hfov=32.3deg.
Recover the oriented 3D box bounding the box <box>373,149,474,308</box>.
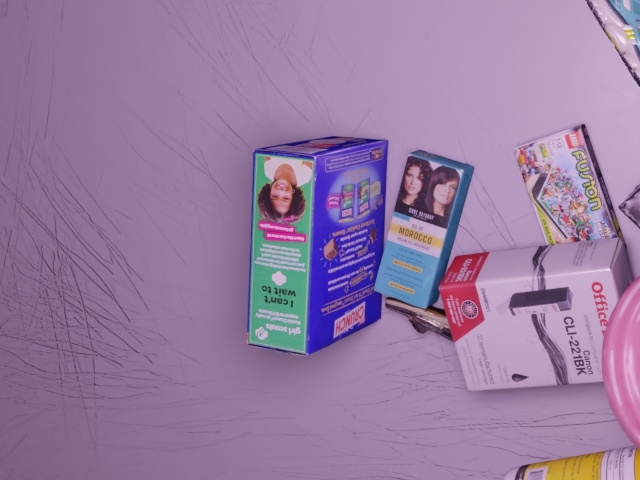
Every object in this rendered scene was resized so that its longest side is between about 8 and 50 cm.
[{"bbox_3d":[0.170,-0.018,1.832,0.100,0.060,0.244,19,107,21],"label":"box"}]

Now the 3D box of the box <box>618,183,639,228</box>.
[{"bbox_3d":[0.529,-0.080,1.597,0.093,0.158,0.156,47,115,11],"label":"box"}]

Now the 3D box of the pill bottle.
[{"bbox_3d":[0.462,0.416,1.704,0.334,0.188,0.188,-16,92,27],"label":"pill bottle"}]

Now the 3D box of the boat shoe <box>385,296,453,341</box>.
[{"bbox_3d":[0.176,0.134,1.860,0.152,0.056,0.049,18,101,21],"label":"boat shoe"}]

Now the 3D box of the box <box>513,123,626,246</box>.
[{"bbox_3d":[0.390,-0.067,1.733,0.114,0.036,0.207,-19,91,27],"label":"box"}]

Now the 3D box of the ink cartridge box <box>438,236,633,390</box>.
[{"bbox_3d":[0.347,0.117,1.720,0.273,0.114,0.197,-8,112,25],"label":"ink cartridge box"}]

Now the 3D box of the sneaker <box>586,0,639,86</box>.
[{"bbox_3d":[0.488,-0.292,1.614,0.110,0.107,0.275,-31,85,17],"label":"sneaker"}]

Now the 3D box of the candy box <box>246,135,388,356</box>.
[{"bbox_3d":[0.000,0.000,1.800,0.122,0.268,0.317,7,102,27],"label":"candy box"}]

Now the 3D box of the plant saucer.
[{"bbox_3d":[0.569,0.175,1.568,0.332,0.084,0.332,1,79,-7],"label":"plant saucer"}]
